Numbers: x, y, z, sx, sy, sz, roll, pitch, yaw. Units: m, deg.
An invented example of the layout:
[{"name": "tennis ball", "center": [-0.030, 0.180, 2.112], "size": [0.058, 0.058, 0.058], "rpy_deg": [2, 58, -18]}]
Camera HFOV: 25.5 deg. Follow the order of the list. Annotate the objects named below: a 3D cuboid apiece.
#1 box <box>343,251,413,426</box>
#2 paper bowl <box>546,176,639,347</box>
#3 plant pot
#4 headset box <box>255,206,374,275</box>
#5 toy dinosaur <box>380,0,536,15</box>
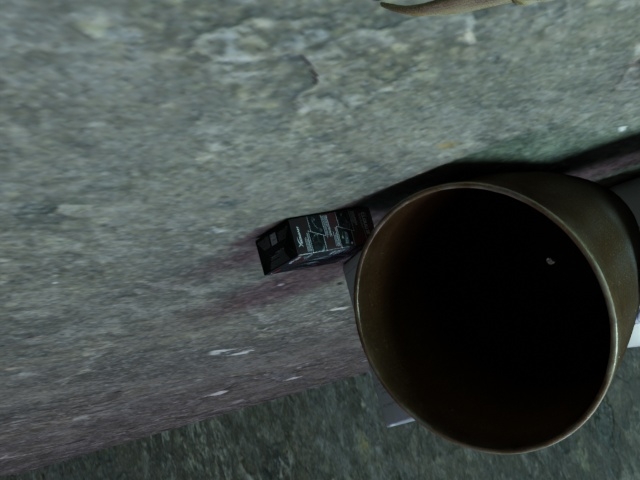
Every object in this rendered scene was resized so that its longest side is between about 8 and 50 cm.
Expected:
[{"name": "box", "center": [0.097, 0.083, 1.359], "size": [0.091, 0.170, 0.130], "rpy_deg": [-13, 172, -14]}, {"name": "paper bowl", "center": [0.368, 0.015, 1.419], "size": [0.284, 0.148, 0.284], "rpy_deg": [-8, 167, -2]}, {"name": "plant pot", "center": [0.176, 0.031, 1.154], "size": [0.215, 0.215, 0.230], "rpy_deg": [-22, -177, 34]}, {"name": "headset box", "center": [0.000, 0.000, 1.126], "size": [0.083, 0.032, 0.062], "rpy_deg": [-8, 168, -31]}, {"name": "toy dinosaur", "center": [0.089, -0.109, 0.545], "size": [0.183, 0.053, 0.093], "rpy_deg": [-21, 171, 29]}]
